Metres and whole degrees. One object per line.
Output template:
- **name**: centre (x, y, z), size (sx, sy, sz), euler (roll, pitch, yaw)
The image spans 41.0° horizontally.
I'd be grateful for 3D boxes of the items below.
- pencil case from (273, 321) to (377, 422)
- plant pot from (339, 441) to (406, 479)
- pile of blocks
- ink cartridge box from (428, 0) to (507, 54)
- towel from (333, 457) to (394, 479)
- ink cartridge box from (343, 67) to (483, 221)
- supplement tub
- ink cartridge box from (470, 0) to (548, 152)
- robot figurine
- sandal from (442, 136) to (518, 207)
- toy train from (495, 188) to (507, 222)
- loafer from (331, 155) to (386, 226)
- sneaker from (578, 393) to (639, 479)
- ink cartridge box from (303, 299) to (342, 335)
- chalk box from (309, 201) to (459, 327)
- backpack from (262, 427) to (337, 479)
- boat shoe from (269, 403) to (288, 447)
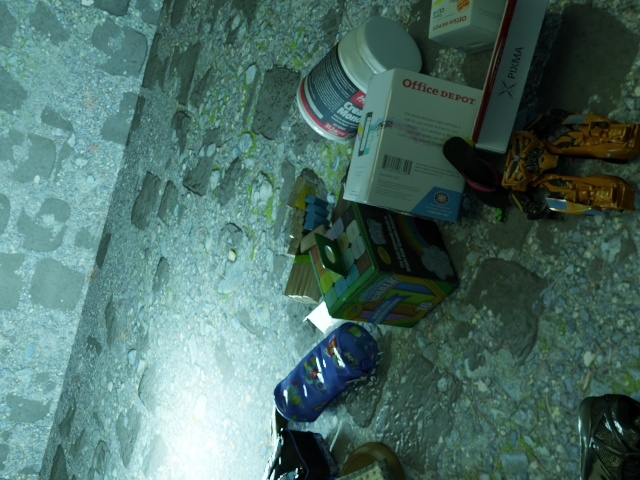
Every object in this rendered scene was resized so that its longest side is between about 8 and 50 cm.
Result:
- **pencil case**: centre (0.013, 0.316, 1.983), size (0.306, 0.119, 0.133), euler (-47, 58, 38)
- **plant pot**: centre (0.102, 0.558, 1.857), size (0.236, 0.032, 0.236), euler (-21, 64, 53)
- **pile of blocks**: centre (0.000, 0.000, 2.085), size (0.149, 0.113, 0.362), euler (-32, 47, 41)
- **ink cartridge box**: centre (0.315, -0.490, 1.754), size (0.128, 0.127, 0.176), euler (-4, 78, 55)
- **towel**: centre (0.062, 0.656, 1.789), size (0.324, 0.056, 0.312), euler (-32, 64, 27)
- **ink cartridge box**: centre (0.187, -0.193, 1.753), size (0.197, 0.198, 0.270), euler (-158, 81, -77)
- **supplement tub**: centre (0.087, -0.375, 2.002), size (0.272, 0.191, 0.191), euler (-38, 51, 46)
- **ink cartridge box**: centre (0.347, -0.309, 1.567), size (0.261, 0.066, 0.296), euler (-15, -60, -78)
- **robot figurine**: centre (0.434, -0.136, 1.513), size (0.291, 0.085, 0.211), euler (11, 89, 57)
- **sandal**: centre (0.306, -0.127, 1.643), size (0.067, 0.179, 0.040), euler (-46, 1, 3)
- **toy train**: centre (0.356, -0.075, 1.674), size (0.024, 0.017, 0.083), euler (-176, 96, -66)
- **loafer**: centre (0.100, -0.148, 1.970), size (0.130, 0.134, 0.365), euler (44, 117, 51)
- **sneaker**: centre (0.471, 0.347, 1.317), size (0.130, 0.087, 0.227), euler (-31, 50, 56)
- **ink cartridge box**: centre (0.045, 0.143, 1.958), size (0.067, 0.115, 0.198), euler (46, 148, 2)
- **chalk box**: centre (0.103, 0.052, 1.767), size (0.179, 0.289, 0.180), euler (-49, 43, 38)
- **backpack**: centre (-0.059, 0.553, 2.021), size (0.173, 0.117, 0.158), euler (-62, 37, 24)
- **boat shoe**: centre (-0.110, 0.463, 2.183), size (0.045, 0.050, 0.135), euler (-13, 70, 49)
